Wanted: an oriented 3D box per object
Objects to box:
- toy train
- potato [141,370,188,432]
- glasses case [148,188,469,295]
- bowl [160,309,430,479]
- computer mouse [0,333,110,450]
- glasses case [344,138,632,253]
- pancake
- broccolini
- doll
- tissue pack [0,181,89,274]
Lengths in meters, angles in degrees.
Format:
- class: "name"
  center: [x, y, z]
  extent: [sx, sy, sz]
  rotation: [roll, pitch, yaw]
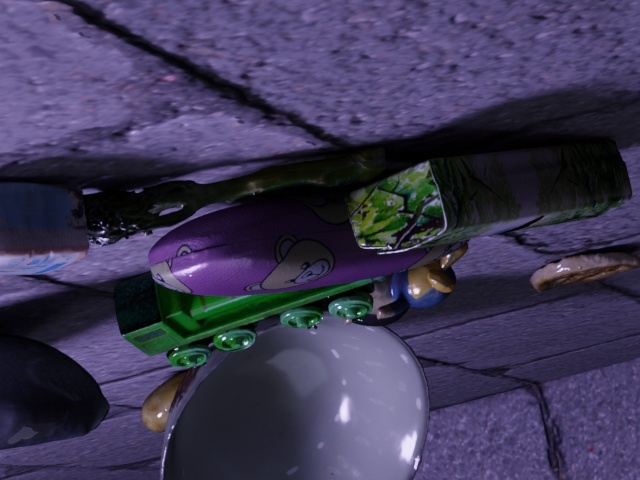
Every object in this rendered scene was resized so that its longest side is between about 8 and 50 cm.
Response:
- class: "toy train"
  center: [-0.065, 0.047, 1.789]
  extent: [0.251, 0.085, 0.119]
  rotation: [-20, 152, 15]
- class: "potato"
  center: [-0.159, 0.198, 2.426]
  extent: [0.138, 0.070, 0.091]
  rotation: [-10, 170, -5]
- class: "glasses case"
  center: [0.000, 0.000, 1.597]
  extent: [0.316, 0.076, 0.123]
  rotation: [-7, 174, -42]
- class: "bowl"
  center: [-0.056, 0.202, 2.207]
  extent: [0.337, 0.337, 0.157]
  rotation: [-7, -153, -27]
- class: "computer mouse"
  center: [-0.356, 0.152, 1.875]
  extent: [0.374, 0.114, 0.203]
  rotation: [-13, 174, 43]
- class: "glasses case"
  center: [0.144, -0.034, 1.584]
  extent: [0.095, 0.062, 0.272]
  rotation: [-23, 171, 40]
- class: "pancake"
  center: [0.313, 0.035, 2.279]
  extent: [0.139, 0.022, 0.139]
  rotation: [-12, 169, -2]
- class: "broccolini"
  center: [-0.068, -0.028, 1.463]
  extent: [0.254, 0.071, 0.057]
  rotation: [-7, 131, -20]
- class: "doll"
  center: [0.067, 0.037, 1.844]
  extent: [0.089, 0.102, 0.179]
  rotation: [35, 144, -18]
- class: "tissue pack"
  center: [-0.221, -0.007, 1.379]
  extent: [0.094, 0.059, 0.074]
  rotation: [-1, 165, -45]
